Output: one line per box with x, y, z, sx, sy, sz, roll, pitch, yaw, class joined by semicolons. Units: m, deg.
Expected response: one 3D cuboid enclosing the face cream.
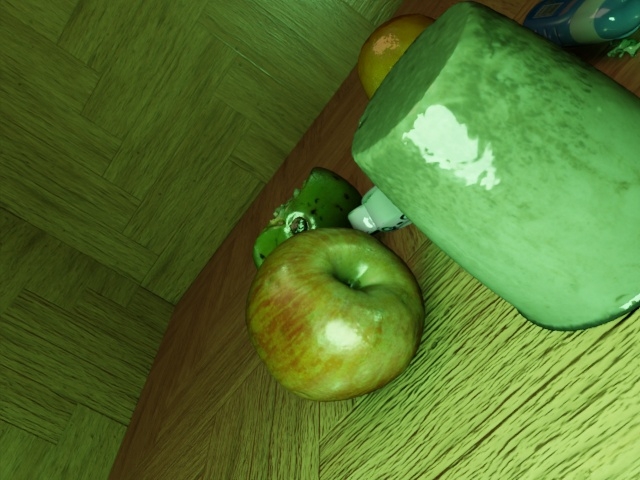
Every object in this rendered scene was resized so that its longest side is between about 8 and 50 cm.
0.451;-0.381;1.004;0.149;0.083;0.264;-30;18;3;face cream

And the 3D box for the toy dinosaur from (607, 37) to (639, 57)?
0.482;-0.310;0.922;0.062;0.021;0.083;-32;32;41;toy dinosaur

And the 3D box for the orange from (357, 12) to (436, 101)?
0.224;-0.430;1.477;0.261;0.261;0.261;-50;17;22;orange

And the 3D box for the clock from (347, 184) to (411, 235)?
0.183;-0.090;1.050;0.248;0.090;0.228;-24;-8;-38;clock

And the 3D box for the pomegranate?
0.000;0.000;1.444;0.309;0.216;0.358;-57;-14;-1;pomegranate

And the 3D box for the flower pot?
0.226;-0.092;0.697;0.293;0.330;0.293;-50;19;24;flower pot

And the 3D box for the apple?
0.019;0.130;0.975;0.301;0.302;0.301;-50;17;22;apple
